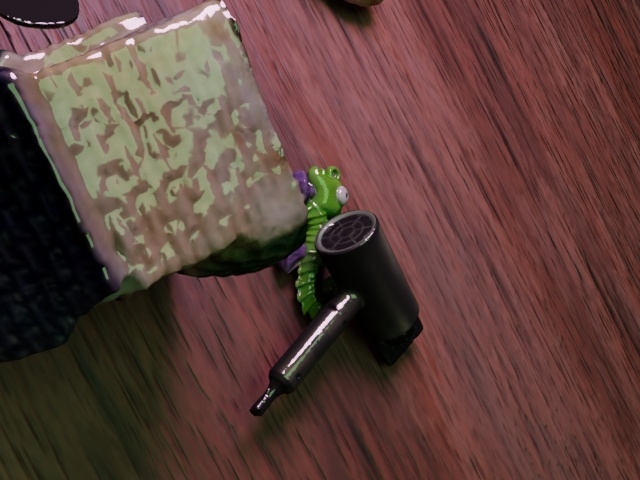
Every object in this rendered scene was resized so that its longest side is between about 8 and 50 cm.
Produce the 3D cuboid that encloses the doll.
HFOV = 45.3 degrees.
[{"bbox_3d":[0.000,0.000,0.912,0.115,0.050,0.190,19,72,-38],"label":"doll"}]

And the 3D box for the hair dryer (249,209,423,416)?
[{"bbox_3d":[0.014,0.116,0.858,0.248,0.078,0.195,-46,125,-27],"label":"hair dryer"}]

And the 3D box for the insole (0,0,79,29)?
[{"bbox_3d":[-0.323,-0.314,0.729,0.119,0.009,0.348,-12,58,-40],"label":"insole"}]

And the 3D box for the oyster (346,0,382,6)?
[{"bbox_3d":[-0.010,-0.453,1.035,0.166,0.094,0.294,3,63,-52],"label":"oyster"}]

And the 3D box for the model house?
[{"bbox_3d":[-0.218,-0.043,0.629,0.284,0.298,0.243,-26,103,-32],"label":"model house"}]
